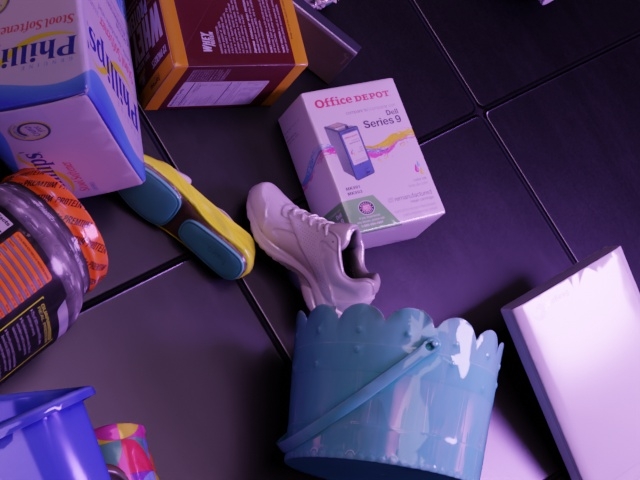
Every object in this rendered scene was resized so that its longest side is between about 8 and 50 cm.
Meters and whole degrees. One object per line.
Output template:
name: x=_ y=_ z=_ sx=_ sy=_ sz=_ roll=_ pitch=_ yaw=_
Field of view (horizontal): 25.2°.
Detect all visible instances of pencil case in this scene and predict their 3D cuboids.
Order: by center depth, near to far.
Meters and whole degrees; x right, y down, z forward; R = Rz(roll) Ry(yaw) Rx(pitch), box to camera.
pencil case: x=-0.222 y=0.324 z=1.640 sx=0.104 sy=0.104 sz=0.236 roll=-9 pitch=71 yaw=-29

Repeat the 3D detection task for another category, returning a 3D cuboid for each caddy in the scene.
caddy: x=-0.361 y=0.251 z=1.391 sx=0.341 sy=0.241 sz=0.179 roll=-25 pitch=88 yaw=-22

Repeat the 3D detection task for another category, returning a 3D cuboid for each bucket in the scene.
bucket: x=0.084 y=0.199 z=1.741 sx=0.281 sy=0.281 sz=0.183 roll=15 pitch=71 yaw=-20

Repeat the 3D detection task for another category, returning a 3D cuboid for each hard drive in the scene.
hard drive: x=0.387 y=0.188 z=1.964 sx=0.203 sy=0.040 sz=0.308 roll=-28 pitch=100 yaw=-25
hard drive: x=-0.017 y=-0.285 z=1.994 sx=0.135 sy=0.094 sz=0.022 roll=38 pitch=57 yaw=-7

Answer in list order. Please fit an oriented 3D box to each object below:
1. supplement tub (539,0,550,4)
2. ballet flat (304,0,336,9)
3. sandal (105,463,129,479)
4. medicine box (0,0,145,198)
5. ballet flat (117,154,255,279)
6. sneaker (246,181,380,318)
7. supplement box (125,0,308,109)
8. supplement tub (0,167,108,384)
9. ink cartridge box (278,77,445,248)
supplement tub: x=0.321 y=-0.550 z=2.188 sx=0.235 sy=0.235 sz=0.325 roll=-36 pitch=87 yaw=-33
ballet flat: x=-0.063 y=-0.509 z=2.056 sx=0.147 sy=0.147 sz=0.409 roll=-11 pitch=77 yaw=-29
sandal: x=-0.247 y=0.349 z=1.540 sx=0.090 sy=0.060 sz=0.219 roll=17 pitch=93 yaw=-44
medicine box: x=-0.321 y=-0.229 z=1.696 sx=0.149 sy=0.263 sz=0.289 roll=-12 pitch=69 yaw=4
ballet flat: x=-0.174 y=-0.041 z=1.838 sx=0.231 sy=0.077 sz=0.077 roll=41 pitch=36 yaw=-8
sneaker: x=0.000 y=0.000 z=1.851 sx=0.232 sy=0.115 sz=0.090 roll=50 pitch=31 yaw=13
supplement box: x=-0.148 y=-0.289 z=1.912 sx=0.194 sy=0.129 sz=0.191 roll=-5 pitch=72 yaw=-28
supplement tub: x=-0.411 y=0.075 z=1.584 sx=0.207 sy=0.207 sz=0.338 roll=49 pitch=57 yaw=0
ink cartridge box: x=0.054 y=-0.102 z=1.955 sx=0.154 sy=0.093 sz=0.212 roll=-12 pitch=73 yaw=-29
